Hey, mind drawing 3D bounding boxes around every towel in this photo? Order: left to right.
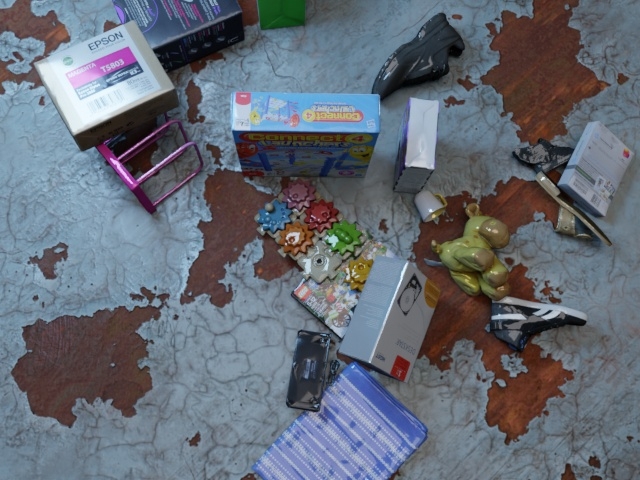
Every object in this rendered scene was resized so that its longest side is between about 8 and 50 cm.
[{"bbox_3d":[0.049,0.468,1.475,0.243,0.040,0.336,44,80,8],"label":"towel"}]

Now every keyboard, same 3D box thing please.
[{"bbox_3d":[-0.012,0.296,1.506,0.108,0.023,0.180,7,69,6],"label":"keyboard"}]

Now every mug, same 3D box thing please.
[{"bbox_3d":[0.261,-0.087,1.601,0.062,0.078,0.064,-40,70,23],"label":"mug"}]

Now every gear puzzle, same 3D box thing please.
[{"bbox_3d":[0.000,0.000,1.532,0.175,0.044,0.339,-43,69,-9],"label":"gear puzzle"}]

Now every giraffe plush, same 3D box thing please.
[{"bbox_3d":[0.371,0.015,1.542,0.210,0.181,0.170,24,63,38],"label":"giraffe plush"}]

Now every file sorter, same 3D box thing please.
[{"bbox_3d":[-0.429,-0.247,1.530,0.182,0.202,0.290,-40,82,-11],"label":"file sorter"}]

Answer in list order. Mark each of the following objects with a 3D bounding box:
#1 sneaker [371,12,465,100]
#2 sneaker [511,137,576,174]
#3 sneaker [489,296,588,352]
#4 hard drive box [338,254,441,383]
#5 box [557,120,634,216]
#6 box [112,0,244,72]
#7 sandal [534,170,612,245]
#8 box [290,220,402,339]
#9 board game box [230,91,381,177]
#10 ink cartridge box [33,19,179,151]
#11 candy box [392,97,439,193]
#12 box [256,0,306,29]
[{"bbox_3d":[0.247,-0.438,1.648,0.286,0.109,0.130,-44,89,-8],"label":"sneaker"},{"bbox_3d":[0.566,-0.221,1.636,0.170,0.051,0.089,-26,85,-4],"label":"sneaker"},{"bbox_3d":[0.499,0.206,1.534,0.217,0.079,0.121,10,81,8],"label":"sneaker"},{"bbox_3d":[0.159,0.175,1.465,0.089,0.181,0.232,13,75,40],"label":"hard drive box"},{"bbox_3d":[0.670,-0.173,1.608,0.145,0.038,0.186,33,79,-21],"label":"box"},{"bbox_3d":[-0.342,-0.540,1.624,0.271,0.143,0.165,-25,82,-8],"label":"box"},{"bbox_3d":[0.587,-0.056,1.600,0.240,0.088,0.079,48,113,6],"label":"sandal"},{"bbox_3d":[0.065,0.092,1.553,0.159,0.044,0.233,41,79,6],"label":"box"},{"bbox_3d":[-0.035,-0.229,1.488,0.309,0.302,0.086,0,78,-2],"label":"board game box"},{"bbox_3d":[-0.450,-0.329,1.404,0.235,0.088,0.193,-30,79,-14],"label":"ink cartridge box"},{"bbox_3d":[0.221,-0.216,1.548,0.070,0.196,0.164,6,78,0],"label":"candy box"},{"bbox_3d":[-0.104,-0.685,1.605,0.127,0.262,0.231,-8,79,-3],"label":"box"}]
